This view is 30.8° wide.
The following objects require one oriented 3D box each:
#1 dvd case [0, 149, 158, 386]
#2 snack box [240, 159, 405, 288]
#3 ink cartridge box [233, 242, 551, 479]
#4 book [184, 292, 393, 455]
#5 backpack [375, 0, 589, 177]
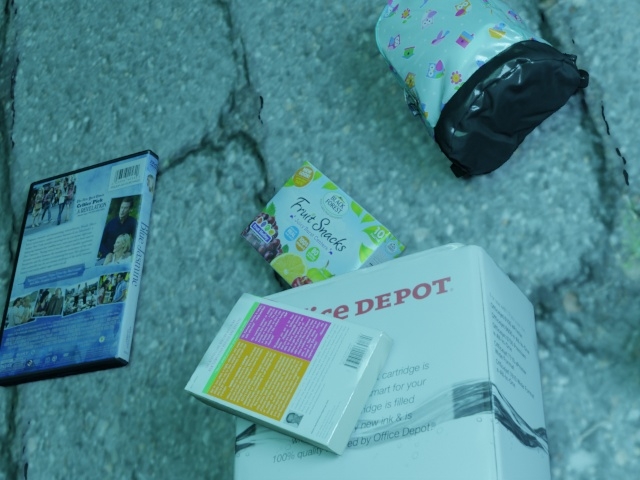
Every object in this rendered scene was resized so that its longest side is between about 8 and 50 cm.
[{"bbox_3d":[-0.268,0.029,1.273,0.180,0.022,0.253,-12,58,29],"label":"dvd case"},{"bbox_3d":[0.000,0.000,1.103,0.100,0.037,0.141,-47,49,0],"label":"snack box"},{"bbox_3d":[0.056,0.184,0.900,0.223,0.129,0.307,-17,56,26],"label":"ink cartridge box"},{"bbox_3d":[-0.025,0.098,0.897,0.144,0.035,0.096,14,69,39],"label":"book"},{"bbox_3d":[0.133,-0.166,1.060,0.152,0.115,0.182,-40,47,11],"label":"backpack"}]
